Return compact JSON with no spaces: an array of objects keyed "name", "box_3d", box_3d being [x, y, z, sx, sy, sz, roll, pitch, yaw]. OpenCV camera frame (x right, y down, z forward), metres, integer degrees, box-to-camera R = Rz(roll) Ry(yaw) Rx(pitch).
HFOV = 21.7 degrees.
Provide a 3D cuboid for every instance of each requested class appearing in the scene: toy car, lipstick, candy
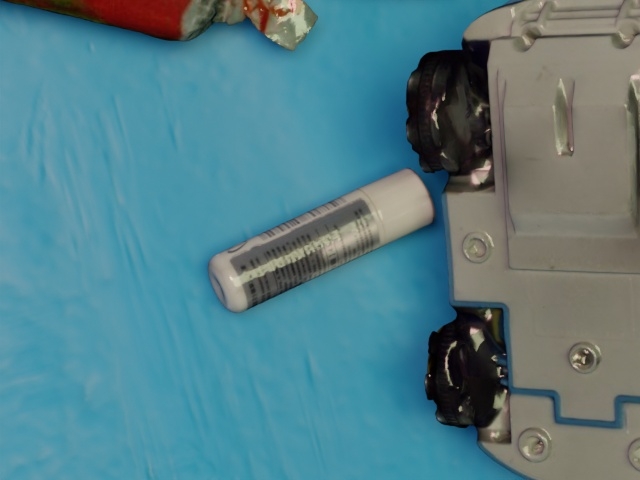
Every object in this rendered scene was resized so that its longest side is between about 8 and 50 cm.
[{"name":"toy car","box_3d":[0.171,0.001,1.000,0.166,0.198,0.314,-26,113,-59]},{"name":"lipstick","box_3d":[0.000,0.000,1.012,0.141,0.040,0.040,-24,96,-17]},{"name":"candy","box_3d":[-0.135,-0.168,0.957,0.292,0.059,0.086,11,104,-17]}]
